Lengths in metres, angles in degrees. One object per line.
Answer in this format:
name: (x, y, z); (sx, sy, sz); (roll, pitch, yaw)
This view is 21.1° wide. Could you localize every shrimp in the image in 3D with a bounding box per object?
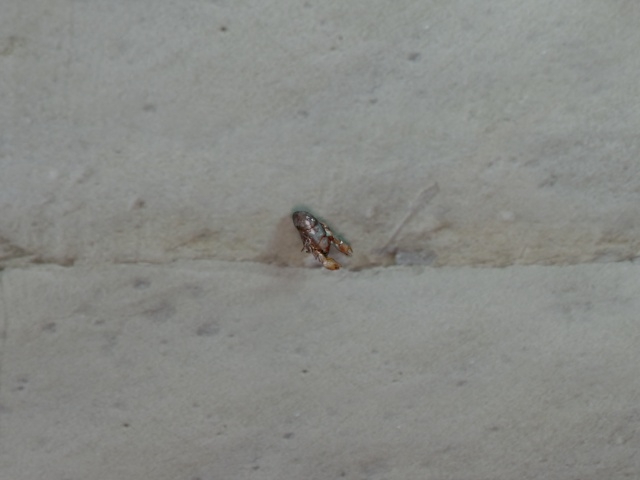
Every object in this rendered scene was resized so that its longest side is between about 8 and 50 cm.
shrimp: (0.000, 0.004, 1.764); (0.029, 0.038, 0.092); (1, 153, 48)
